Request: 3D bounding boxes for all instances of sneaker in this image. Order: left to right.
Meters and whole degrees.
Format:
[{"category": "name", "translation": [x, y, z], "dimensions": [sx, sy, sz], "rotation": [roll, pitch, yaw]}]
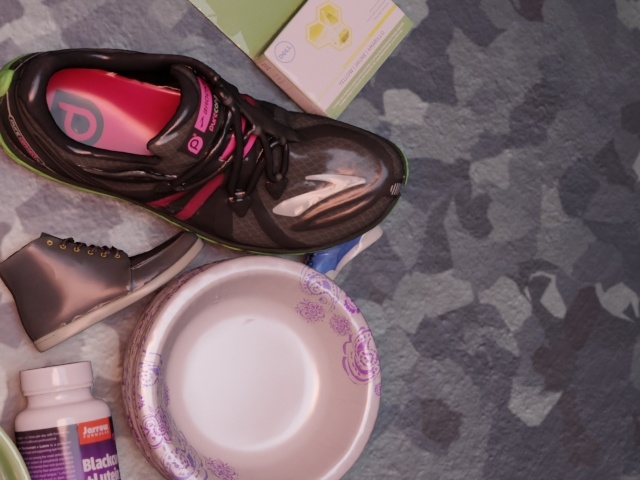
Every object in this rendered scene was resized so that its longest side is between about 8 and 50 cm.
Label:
[{"category": "sneaker", "translation": [-0.247, 0.022, 1.782], "dimensions": [0.222, 0.083, 0.118], "rotation": [-31, 95, -12]}, {"category": "sneaker", "translation": [-0.129, -0.098, 1.769], "dimensions": [0.483, 0.202, 0.185], "rotation": [11, 83, -13]}, {"category": "sneaker", "translation": [0.000, 0.000, 1.901], "dimensions": [0.152, 0.058, 0.084], "rotation": [-40, 104, -23]}]

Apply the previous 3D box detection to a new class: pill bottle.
[{"category": "pill bottle", "translation": [-0.278, 0.233, 1.745], "dimensions": [0.108, 0.108, 0.193], "rotation": [-8, 88, -22]}]

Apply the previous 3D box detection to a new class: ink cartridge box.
[{"category": "ink cartridge box", "translation": [-0.025, -0.280, 1.925], "dimensions": [0.235, 0.056, 0.171], "rotation": [43, 72, -14]}]

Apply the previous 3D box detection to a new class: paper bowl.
[{"category": "paper bowl", "translation": [-0.085, 0.160, 1.801], "dimensions": [0.284, 0.148, 0.284], "rotation": [1, 87, -18]}]

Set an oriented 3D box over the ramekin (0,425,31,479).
[{"category": "ramekin", "translation": [-0.456, 0.296, 1.648], "dimensions": [0.303, 0.148, 0.303], "rotation": [2, 84, -21]}]
